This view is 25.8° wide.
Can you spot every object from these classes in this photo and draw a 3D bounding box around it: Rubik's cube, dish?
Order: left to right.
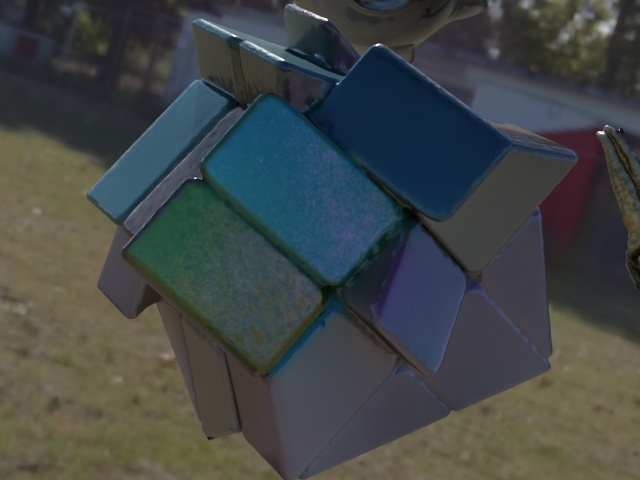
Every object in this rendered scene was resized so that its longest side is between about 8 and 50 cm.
[{"bbox_3d":[0.000,0.000,1.218,0.387,0.368,0.358,-20,27,-24],"label":"Rubik's cube"},{"bbox_3d":[0.073,-0.293,1.442,0.236,0.228,0.086,55,11,-16],"label":"dish"}]

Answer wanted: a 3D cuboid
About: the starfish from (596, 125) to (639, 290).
[{"bbox_3d":[0.456,0.039,1.589,0.324,0.432,0.082,-16,-8,-33],"label":"starfish"}]
